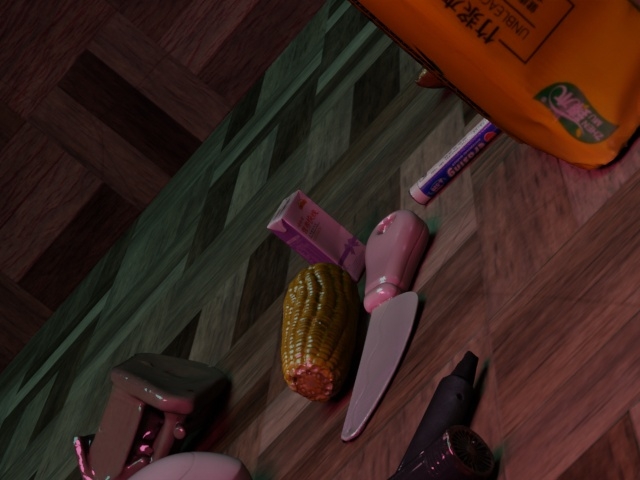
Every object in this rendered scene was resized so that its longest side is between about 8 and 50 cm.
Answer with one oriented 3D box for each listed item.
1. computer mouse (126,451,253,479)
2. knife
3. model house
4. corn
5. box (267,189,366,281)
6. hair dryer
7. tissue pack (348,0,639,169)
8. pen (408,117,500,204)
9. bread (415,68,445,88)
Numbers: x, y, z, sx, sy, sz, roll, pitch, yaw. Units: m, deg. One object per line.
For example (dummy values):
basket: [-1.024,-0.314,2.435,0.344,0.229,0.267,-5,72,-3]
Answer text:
computer mouse: [-0.176,0.316,1.618,0.297,0.121,0.184,-54,13,-21]
knife: [0.069,0.076,1.668,0.081,0.043,0.336,-37,23,28]
model house: [-0.211,0.227,2.034,0.188,0.122,0.229,-62,-4,8]
corn: [-0.003,0.093,1.740,0.080,0.080,0.231,-46,13,21]
box: [0.000,0.000,1.918,0.036,0.117,0.050,-33,23,49]
hair dryer: [0.074,0.165,1.329,0.173,0.050,0.195,-43,10,30]
tissue pack: [0.142,-0.266,1.553,0.228,0.382,0.293,-48,11,3]
pen: [0.170,-0.109,1.845,0.204,0.025,0.025,-44,13,27]
bread: [0.182,-0.243,2.168,0.129,0.044,0.126,-47,5,32]
